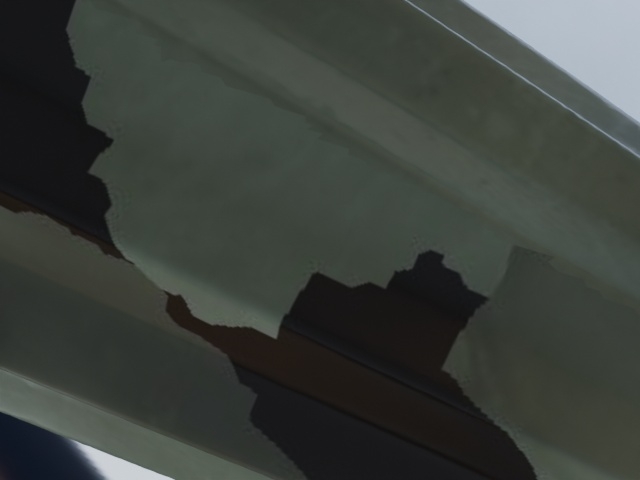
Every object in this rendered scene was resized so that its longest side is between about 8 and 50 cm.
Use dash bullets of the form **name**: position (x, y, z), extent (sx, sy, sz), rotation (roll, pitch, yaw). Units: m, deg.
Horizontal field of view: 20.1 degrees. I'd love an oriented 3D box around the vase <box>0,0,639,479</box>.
- **vase**: position (0.000, 0.000, 0.413), extent (0.360, 0.165, 0.165), rotation (28, -98, 16)
